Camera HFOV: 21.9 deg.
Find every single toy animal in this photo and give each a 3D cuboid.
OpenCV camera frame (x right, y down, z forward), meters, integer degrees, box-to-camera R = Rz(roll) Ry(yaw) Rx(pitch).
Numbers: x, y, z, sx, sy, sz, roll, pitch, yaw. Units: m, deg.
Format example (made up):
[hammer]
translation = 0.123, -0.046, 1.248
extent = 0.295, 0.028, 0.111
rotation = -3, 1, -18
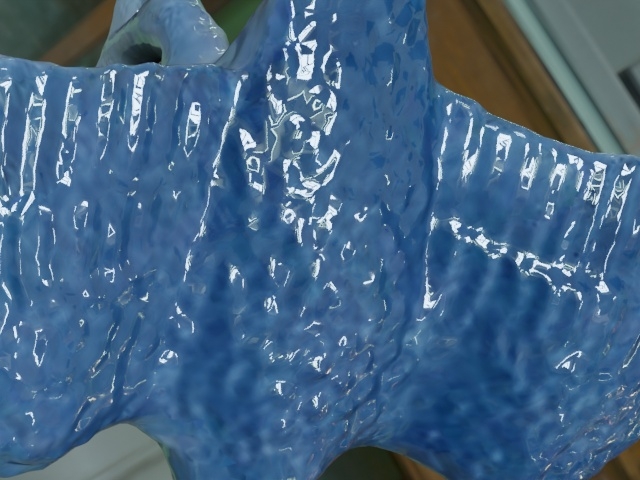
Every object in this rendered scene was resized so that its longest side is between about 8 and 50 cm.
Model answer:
[toy animal]
translation = 0.000, 0.000, 0.358
extent = 0.239, 0.255, 0.176
rotation = 2, 31, -22
